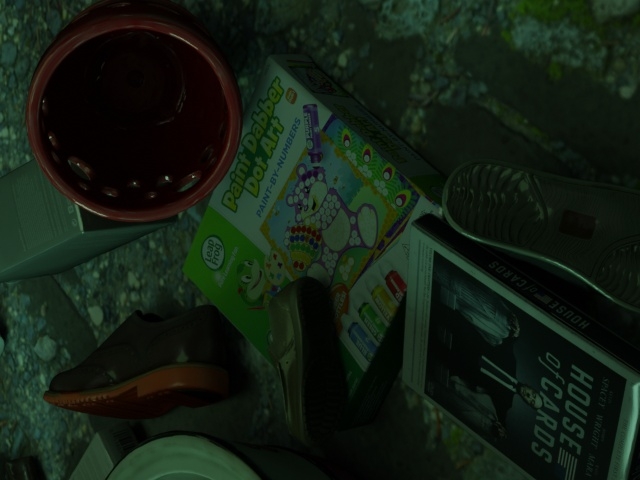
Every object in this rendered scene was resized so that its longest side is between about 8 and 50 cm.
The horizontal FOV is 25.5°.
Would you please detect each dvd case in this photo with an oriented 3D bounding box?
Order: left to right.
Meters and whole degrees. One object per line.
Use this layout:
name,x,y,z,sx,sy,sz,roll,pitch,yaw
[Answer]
dvd case,0.158,0.106,1.114,0.238,0.029,0.179,36,141,36

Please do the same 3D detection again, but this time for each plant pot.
plant pot,-0.173,-0.131,1.310,0.174,0.191,0.191,-116,34,-68

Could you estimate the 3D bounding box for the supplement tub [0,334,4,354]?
supplement tub,-0.437,0.102,1.712,0.107,0.071,0.071,49,127,28

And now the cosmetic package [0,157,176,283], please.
cosmetic package,-0.277,-0.028,1.497,0.238,0.127,0.107,-17,84,43

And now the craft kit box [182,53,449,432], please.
craft kit box,0.000,0.000,1.279,0.246,0.061,0.250,45,124,34

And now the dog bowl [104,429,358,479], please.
dog bowl,-0.059,0.371,1.295,0.408,0.150,0.408,0,90,49

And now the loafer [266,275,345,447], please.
loafer,-0.015,0.107,1.237,0.050,0.056,0.148,-11,78,46

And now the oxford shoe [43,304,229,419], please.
oxford shoe,-0.190,0.129,1.474,0.271,0.097,0.098,-14,66,41

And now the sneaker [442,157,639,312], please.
sneaker,0.204,-0.006,1.069,0.222,0.118,0.083,23,94,11

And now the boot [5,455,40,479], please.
boot,-0.357,0.323,1.688,0.106,0.037,0.114,-40,71,26

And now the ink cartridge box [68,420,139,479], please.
ink cartridge box,-0.220,0.300,1.562,0.145,0.045,0.179,62,150,18
